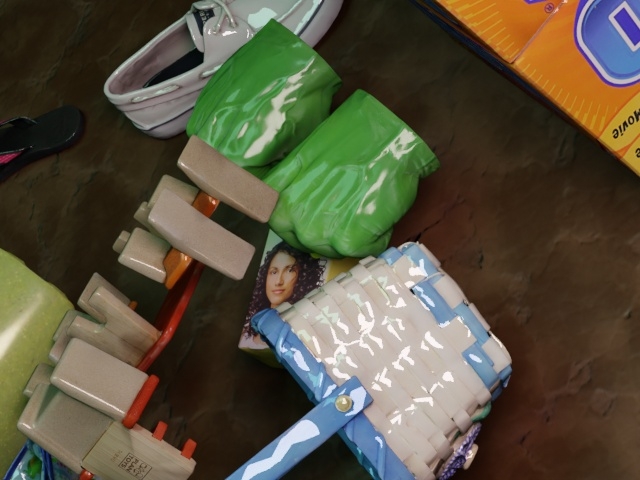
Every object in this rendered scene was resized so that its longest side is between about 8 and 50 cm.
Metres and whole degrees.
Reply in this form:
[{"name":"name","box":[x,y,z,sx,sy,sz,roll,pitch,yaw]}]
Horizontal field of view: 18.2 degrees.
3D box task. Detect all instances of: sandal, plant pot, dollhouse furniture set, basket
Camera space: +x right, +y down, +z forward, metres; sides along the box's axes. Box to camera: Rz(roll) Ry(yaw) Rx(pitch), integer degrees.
[{"name":"sandal","box":[-0.332,-0.106,2.139,0.179,0.040,0.067,-22,55,28]},{"name":"plant pot","box":[-0.337,0.145,1.884,0.276,0.276,0.254,28,73,43]},{"name":"dollhouse furniture set","box":[-0.141,0.089,1.671,0.262,0.135,0.259,-51,11,40]},{"name":"basket","box":[0.007,0.141,1.585,0.289,0.255,0.201,-35,87,0]}]

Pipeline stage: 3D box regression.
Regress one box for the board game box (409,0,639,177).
[{"name":"board game box","box":[0.184,-0.334,1.591,0.356,0.356,0.356,-51,33,5]}]

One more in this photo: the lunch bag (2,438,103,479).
[{"name":"lunch bag","box":[-0.237,0.264,1.805,0.096,0.129,0.151,-1,65,32]}]

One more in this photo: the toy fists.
[{"name":"toy fists","box":[-0.016,-0.079,1.762,0.142,0.096,0.279,-44,48,-3]}]

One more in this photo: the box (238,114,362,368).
[{"name":"box","box":[0.000,0.000,1.810,0.087,0.058,0.232,-1,66,37]}]

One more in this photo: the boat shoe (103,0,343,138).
[{"name":"boat shoe","box":[-0.098,-0.202,1.974,0.267,0.088,0.096,-30,52,23]}]
